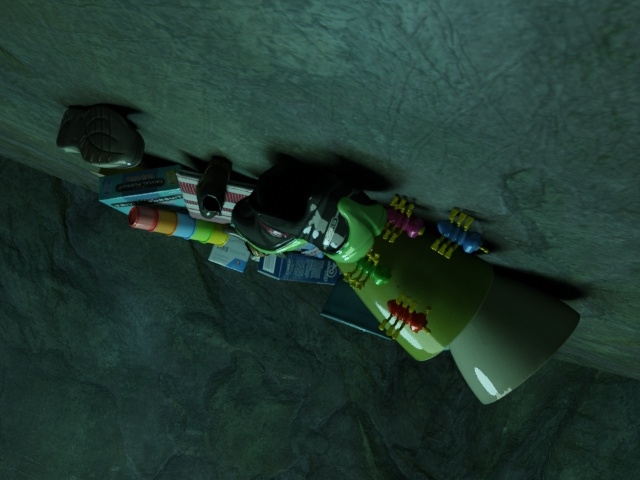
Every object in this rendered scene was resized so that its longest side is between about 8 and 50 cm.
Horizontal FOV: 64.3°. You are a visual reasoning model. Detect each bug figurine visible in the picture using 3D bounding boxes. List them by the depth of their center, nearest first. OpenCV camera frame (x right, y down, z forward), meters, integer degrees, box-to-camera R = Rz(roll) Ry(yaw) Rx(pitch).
[{"bbox_3d":[0.179,0.042,0.998,0.216,0.279,0.072,37,-162,20],"label":"bug figurine"}]

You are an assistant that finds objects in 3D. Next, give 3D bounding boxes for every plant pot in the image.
[{"bbox_3d":[0.181,0.073,1.153,0.293,0.275,0.275,37,170,-3],"label":"plant pot"},{"bbox_3d":[0.167,0.191,1.836,0.271,0.255,0.271,19,172,3],"label":"plant pot"}]

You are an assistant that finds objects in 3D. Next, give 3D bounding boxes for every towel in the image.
[{"bbox_3d":[-0.268,-0.109,1.432,0.237,0.037,0.329,11,163,-5],"label":"towel"}]

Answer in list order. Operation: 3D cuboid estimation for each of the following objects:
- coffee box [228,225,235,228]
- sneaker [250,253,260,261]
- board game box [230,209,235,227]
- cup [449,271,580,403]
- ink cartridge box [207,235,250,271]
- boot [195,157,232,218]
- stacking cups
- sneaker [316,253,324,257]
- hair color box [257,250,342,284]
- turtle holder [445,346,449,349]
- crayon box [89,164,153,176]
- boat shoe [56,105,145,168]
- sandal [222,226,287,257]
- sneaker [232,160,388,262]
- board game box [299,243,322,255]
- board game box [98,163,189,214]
[{"bbox_3d":[-0.216,-0.050,1.719,0.141,0.098,0.246,20,171,0],"label":"coffee box"},{"bbox_3d":[-0.237,0.010,2.147,0.107,0.110,0.275,16,-168,-16],"label":"sneaker"},{"bbox_3d":[-0.118,-0.052,1.412,0.210,0.047,0.160,-7,163,16],"label":"board game box"},{"bbox_3d":[0.449,0.218,1.316,0.237,0.331,0.331,46,177,13],"label":"cup"},{"bbox_3d":[-0.350,0.009,2.059,0.148,0.203,0.086,22,173,-13],"label":"ink cartridge box"},{"bbox_3d":[-0.274,-0.095,1.244,0.082,0.106,0.219,16,143,-10],"label":"boot"},{"bbox_3d":[-0.440,-0.045,1.587,0.316,0.096,0.096,9,-179,-43],"label":"stacking cups"},{"bbox_3d":[-0.033,0.021,1.836,0.082,0.069,0.209,18,174,-16],"label":"sneaker"},{"bbox_3d":[-0.050,0.103,1.996,0.347,0.105,0.174,8,-176,-35],"label":"hair color box"},{"bbox_3d":[0.477,0.289,1.970,0.227,0.243,0.320,4,129,8],"label":"turtle holder"},{"bbox_3d":[-0.621,-0.199,1.774,0.203,0.083,0.323,19,172,7],"label":"crayon box"},{"bbox_3d":[-0.483,-0.233,1.176,0.355,0.132,0.130,24,-174,42],"label":"boat shoe"},{"bbox_3d":[-0.211,0.017,1.603,0.219,0.060,0.090,23,168,-19],"label":"sandal"},{"bbox_3d":[-0.061,-0.081,1.066,0.202,0.185,0.483,45,157,-27],"label":"sneaker"},{"bbox_3d":[0.000,0.000,1.414,0.194,0.060,0.194,7,160,-29],"label":"board game box"},{"bbox_3d":[-0.481,-0.126,1.596,0.254,0.079,0.336,-7,167,9],"label":"board game box"}]
